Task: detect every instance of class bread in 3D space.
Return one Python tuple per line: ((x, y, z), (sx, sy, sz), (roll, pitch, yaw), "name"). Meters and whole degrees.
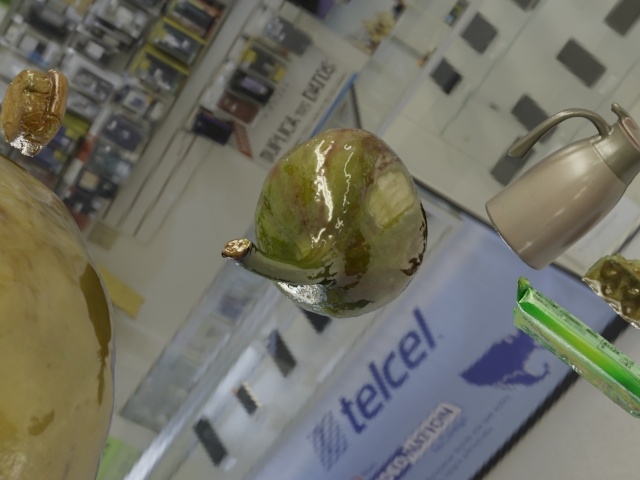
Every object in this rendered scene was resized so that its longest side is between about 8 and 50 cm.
((-0.261, -0.119, 0.925), (0.083, 0.046, 0.081), (-58, 35, 20), "bread")
((0.367, 0.058, 1.182), (0.066, 0.110, 0.060), (-47, -3, -17), "bread")

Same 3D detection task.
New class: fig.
((0.000, 0.000, 0.733), (0.149, 0.149, 0.245), (-55, -6, 20), "fig")

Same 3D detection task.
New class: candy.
((0.246, 0.106, 0.926), (0.032, 0.178, 0.102), (-48, -19, -7), "candy")

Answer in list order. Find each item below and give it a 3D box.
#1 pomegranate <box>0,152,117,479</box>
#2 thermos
((-0.262, 0.062, 0.543), (0.332, 0.332, 0.332), (-52, 19, 27), "pomegranate")
((0.285, -0.074, 1.170), (0.193, 0.137, 0.105), (-41, 4, 24), "thermos")
